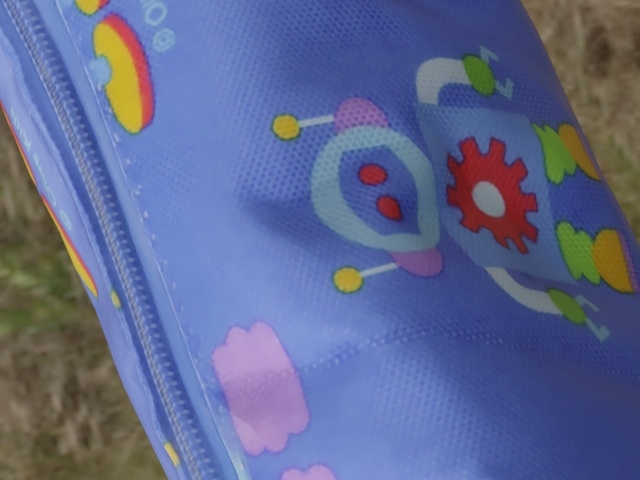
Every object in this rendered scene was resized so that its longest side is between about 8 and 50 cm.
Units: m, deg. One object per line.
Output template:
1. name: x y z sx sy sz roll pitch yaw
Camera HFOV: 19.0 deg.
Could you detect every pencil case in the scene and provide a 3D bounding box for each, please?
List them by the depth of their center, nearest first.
1. pencil case: 0.000 0.000 0.413 0.119 0.133 0.306 -41 61 36
